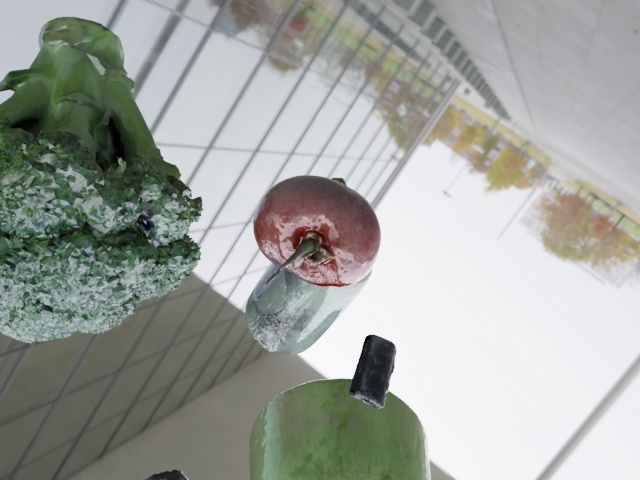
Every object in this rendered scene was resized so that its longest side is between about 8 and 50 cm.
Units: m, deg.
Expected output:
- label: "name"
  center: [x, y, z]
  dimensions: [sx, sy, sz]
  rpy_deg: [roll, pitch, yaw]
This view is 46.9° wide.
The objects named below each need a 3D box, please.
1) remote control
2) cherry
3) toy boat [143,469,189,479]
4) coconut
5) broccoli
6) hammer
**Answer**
- label: "remote control"
  center: [0.056, 0.129, 0.748]
  dimensions: [0.039, 0.014, 0.096]
  rpy_deg: [24, -145, 1]
- label: "cherry"
  center: [-0.007, -0.012, 0.612]
  dimensions: [0.106, 0.087, 0.126]
  rpy_deg: [23, -167, -28]
- label: "toy boat"
  center: [-0.354, 0.566, 1.431]
  dimensions: [0.129, 0.309, 0.142]
  rpy_deg: [43, -164, -38]
- label: "coconut"
  center: [0.034, 0.364, 1.186]
  dimensions: [0.328, 0.281, 0.329]
  rpy_deg: [8, -141, -7]
- label: "broccoli"
  center: [-0.226, -0.051, 0.614]
  dimensions: [0.269, 0.270, 0.270]
  rpy_deg: [7, 169, 1]
- label: "hammer"
  center: [0.000, 0.000, 1.002]
  dimensions: [0.113, 0.202, 0.306]
  rpy_deg: [32, -143, -13]
